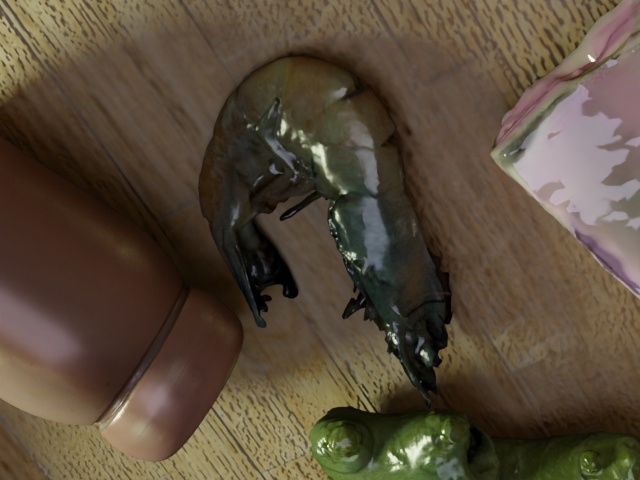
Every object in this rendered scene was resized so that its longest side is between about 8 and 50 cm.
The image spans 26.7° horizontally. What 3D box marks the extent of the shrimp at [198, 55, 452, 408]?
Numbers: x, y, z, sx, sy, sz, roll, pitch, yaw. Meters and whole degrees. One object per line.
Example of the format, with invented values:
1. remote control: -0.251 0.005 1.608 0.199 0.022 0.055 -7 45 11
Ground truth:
1. shrimp: -0.003 0.003 1.038 0.178 0.075 0.289 -10 117 25

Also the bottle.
1. bottle: -0.210 0.051 1.058 0.297 0.173 0.206 32 151 -9

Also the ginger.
1. ginger: 0.133 0.183 1.086 0.290 0.089 0.137 13 136 2

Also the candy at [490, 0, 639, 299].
1. candy: 0.261 -0.034 0.935 0.265 0.116 0.155 39 119 -11
